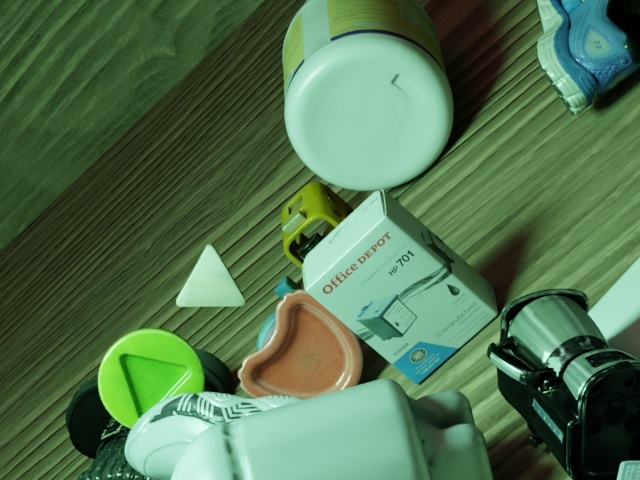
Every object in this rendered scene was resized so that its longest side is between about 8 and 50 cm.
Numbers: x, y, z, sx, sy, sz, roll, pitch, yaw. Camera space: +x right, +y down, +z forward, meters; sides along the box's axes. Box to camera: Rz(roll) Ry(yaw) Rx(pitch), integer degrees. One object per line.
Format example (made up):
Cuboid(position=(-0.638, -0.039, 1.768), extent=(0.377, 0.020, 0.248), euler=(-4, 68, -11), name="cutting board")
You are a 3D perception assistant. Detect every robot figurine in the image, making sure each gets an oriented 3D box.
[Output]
Cuboid(position=(-0.002, 0.262, 1.754), extent=(0.353, 0.200, 0.300), euler=(-15, 21, 0), name="robot figurine")

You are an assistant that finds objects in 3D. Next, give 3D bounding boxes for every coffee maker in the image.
Cuboid(position=(0.253, 0.154, 1.643), extent=(0.120, 0.171, 0.178), euler=(-29, 30, -4), name="coffee maker")

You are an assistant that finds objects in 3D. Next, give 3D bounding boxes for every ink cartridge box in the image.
Cuboid(position=(0.093, 0.056, 2.040), extent=(0.139, 0.190, 0.082), euler=(-43, 21, 18), name="ink cartridge box")

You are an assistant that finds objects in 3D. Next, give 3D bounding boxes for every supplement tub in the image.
Cuboid(position=(0.065, -0.243, 2.550), extent=(0.241, 0.241, 0.331), euler=(-43, 21, 19), name="supplement tub")

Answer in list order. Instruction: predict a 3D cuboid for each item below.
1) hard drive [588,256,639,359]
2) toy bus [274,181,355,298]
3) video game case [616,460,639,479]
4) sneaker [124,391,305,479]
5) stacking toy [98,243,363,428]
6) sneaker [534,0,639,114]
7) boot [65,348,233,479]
Cuboid(position=(0.403, 0.009, 1.695), extent=(0.307, 0.040, 0.203), euler=(-48, 20, 5), name="hard drive")
Cuboid(position=(-0.004, -0.002, 2.467), extent=(0.202, 0.104, 0.191), euler=(-18, 37, 56), name="toy bus")
Cuboid(position=(0.306, 0.263, 1.373), extent=(0.183, 0.023, 0.201), euler=(-5, 47, 33), name="video game case")
Cuboid(position=(-0.093, 0.292, 1.977), extent=(0.366, 0.137, 0.210), euler=(-4, 47, 29), name="sneaker")
Cuboid(position=(-0.117, 0.165, 2.188), extent=(0.309, 0.279, 0.130), euler=(-49, 9, 5), name="stacking toy")
Cuboid(position=(0.364, -0.288, 2.221), extent=(0.147, 0.130, 0.330), euler=(-25, 32, 21), name="sneaker")
Cuboid(position=(-0.290, 0.307, 2.480), extent=(0.348, 0.131, 0.260), euler=(-29, 29, 43), name="boot")
